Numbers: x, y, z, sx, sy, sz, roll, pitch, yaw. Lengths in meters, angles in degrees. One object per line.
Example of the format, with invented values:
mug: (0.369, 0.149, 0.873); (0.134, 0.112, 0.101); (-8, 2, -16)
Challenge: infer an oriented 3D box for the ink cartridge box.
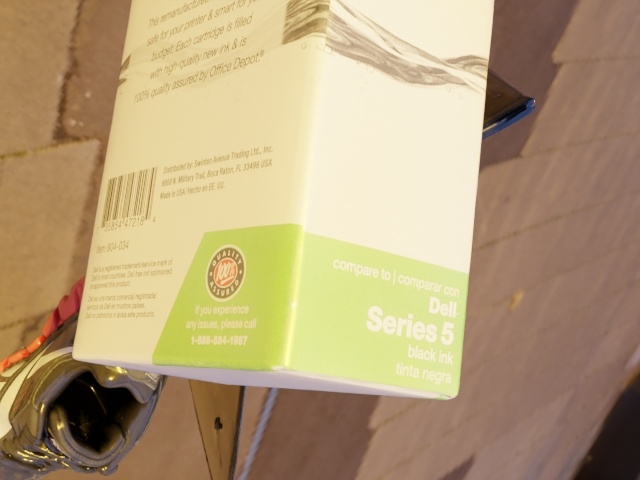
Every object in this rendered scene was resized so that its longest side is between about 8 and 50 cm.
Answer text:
ink cartridge box: (-0.020, -0.062, 0.579); (0.115, 0.198, 0.272); (15, 78, -37)

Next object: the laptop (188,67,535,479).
laptop: (0.000, 0.000, 1.089); (0.408, 0.382, 0.236); (-29, 117, 0)

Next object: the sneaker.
sneaker: (-0.209, 0.138, 0.867); (0.098, 0.135, 0.276); (30, 123, -29)
